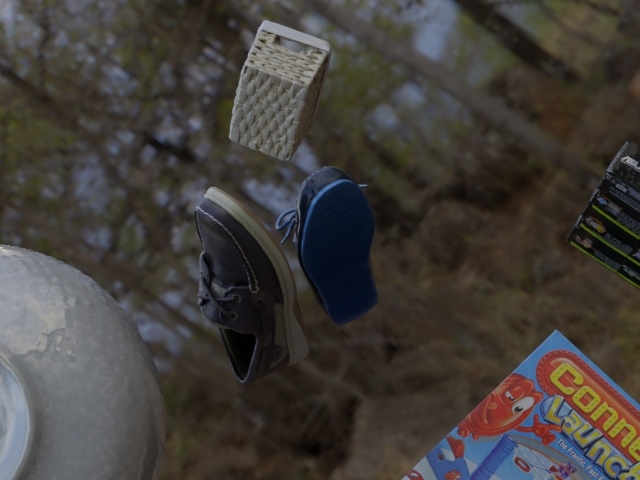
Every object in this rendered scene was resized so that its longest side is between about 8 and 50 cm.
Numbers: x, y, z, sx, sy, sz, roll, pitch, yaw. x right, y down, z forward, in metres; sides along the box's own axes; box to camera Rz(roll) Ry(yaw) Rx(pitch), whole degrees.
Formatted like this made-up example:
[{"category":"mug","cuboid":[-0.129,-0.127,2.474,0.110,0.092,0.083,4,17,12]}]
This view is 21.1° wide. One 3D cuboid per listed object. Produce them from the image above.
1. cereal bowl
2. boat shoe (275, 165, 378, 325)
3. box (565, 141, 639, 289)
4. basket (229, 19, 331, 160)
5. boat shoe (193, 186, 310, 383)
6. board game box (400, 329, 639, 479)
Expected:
[{"category":"cereal bowl","cuboid":[-0.309,0.165,1.511,0.339,0.339,0.141,-55,-8,-4]},{"category":"boat shoe","cuboid":[0.000,0.000,1.880,0.109,0.089,0.258,-23,-33,-15]},{"category":"box","cuboid":[0.336,0.006,1.615,0.045,0.190,0.184,-54,-9,-18]},{"category":"basket","cuboid":[-0.062,-0.213,2.488,0.103,0.113,0.167,-65,-7,-45]},{"category":"boat shoe","cuboid":[-0.085,0.059,1.855,0.092,0.103,0.285,-41,-35,-18]},{"category":"board game box","cuboid":[0.268,0.311,1.922,0.302,0.308,0.086,-42,-17,-17]}]
